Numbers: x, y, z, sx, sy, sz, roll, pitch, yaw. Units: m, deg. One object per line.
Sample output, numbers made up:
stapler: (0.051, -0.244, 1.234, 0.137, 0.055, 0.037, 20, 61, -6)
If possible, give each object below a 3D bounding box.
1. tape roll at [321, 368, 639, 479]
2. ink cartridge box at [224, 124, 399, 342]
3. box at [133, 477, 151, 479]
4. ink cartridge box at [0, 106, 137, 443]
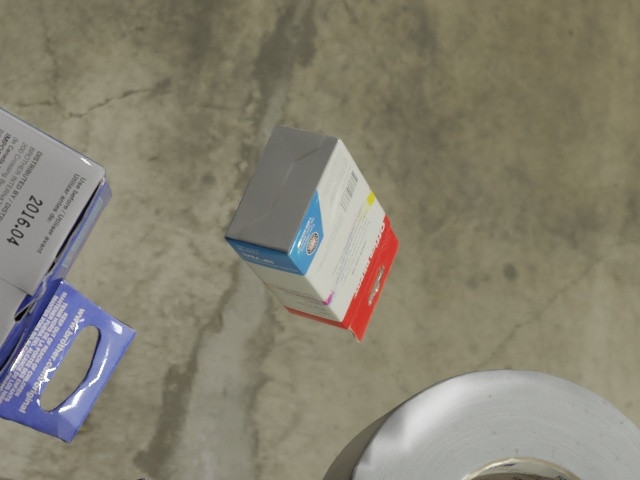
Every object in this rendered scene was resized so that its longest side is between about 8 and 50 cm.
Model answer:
tape roll: (0.102, 0.184, 0.671, 0.219, 0.072, 0.219, 8, 65, -17)
ink cartridge box: (0.000, 0.000, 1.250, 0.134, 0.078, 0.231, -67, 152, -19)
box: (-0.150, 0.364, 0.909, 0.312, 0.343, 0.179, 45, 50, -17)
ink cartridge box: (-0.325, 0.007, 0.836, 0.395, 0.151, 0.270, 30, 83, -4)
